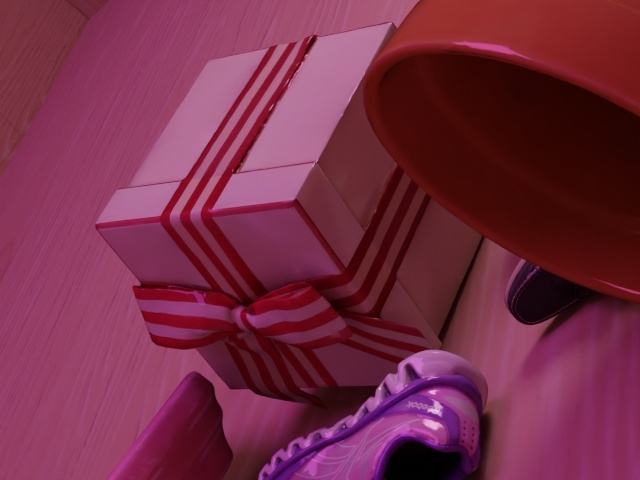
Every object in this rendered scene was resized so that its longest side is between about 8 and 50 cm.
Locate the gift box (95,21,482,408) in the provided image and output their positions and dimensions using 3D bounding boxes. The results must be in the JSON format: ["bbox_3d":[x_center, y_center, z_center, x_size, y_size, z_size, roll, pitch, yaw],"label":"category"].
[{"bbox_3d":[0.000,0.000,1.292,0.255,0.276,0.258,-10,39,42],"label":"gift box"}]

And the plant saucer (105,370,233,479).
[{"bbox_3d":[-0.185,0.271,1.332,0.332,0.084,0.332,-52,0,0],"label":"plant saucer"}]

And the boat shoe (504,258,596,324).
[{"bbox_3d":[0.200,0.012,1.107,0.152,0.056,0.049,-44,16,17],"label":"boat shoe"}]

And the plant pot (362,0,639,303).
[{"bbox_3d":[0.201,-0.114,0.970,0.203,0.291,0.291,-59,22,-16],"label":"plant pot"}]

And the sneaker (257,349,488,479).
[{"bbox_3d":[0.034,0.188,1.114,0.236,0.095,0.104,-42,29,19],"label":"sneaker"}]
